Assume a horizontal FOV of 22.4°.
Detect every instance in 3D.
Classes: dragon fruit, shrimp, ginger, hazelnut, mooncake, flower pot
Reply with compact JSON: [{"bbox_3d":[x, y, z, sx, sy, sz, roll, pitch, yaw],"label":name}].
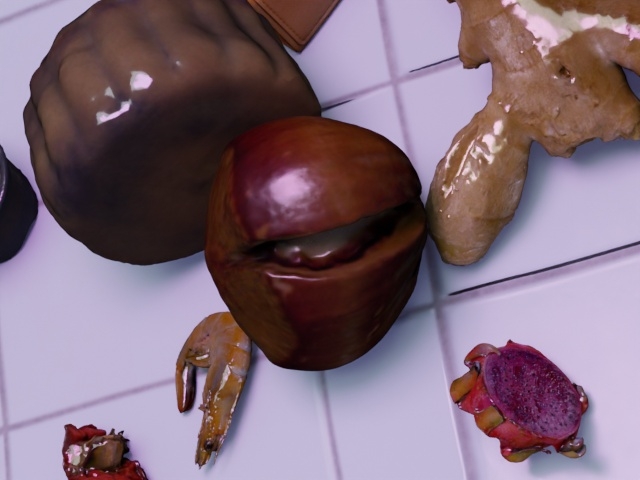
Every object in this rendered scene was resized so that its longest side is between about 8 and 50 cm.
[{"bbox_3d":[0.180,0.151,1.476,0.126,0.068,0.112,28,41,-2],"label":"dragon fruit"},{"bbox_3d":[-0.205,0.268,1.634,0.092,0.122,0.192,-12,57,-22],"label":"dragon fruit"},{"bbox_3d":[-0.119,0.149,1.634,0.095,0.045,0.162,8,78,27],"label":"shrimp"},{"bbox_3d":[0.238,-0.177,1.501,0.363,0.122,0.348,-13,91,30],"label":"ginger"},{"bbox_3d":[0.000,0.000,1.527,0.217,0.217,0.251,7,119,26],"label":"hazelnut"},{"bbox_3d":[-0.153,-0.117,1.604,0.290,0.290,0.161,-37,56,9],"label":"mooncake"},{"bbox_3d":[-0.388,-0.040,1.788,0.157,0.107,0.157,-8,68,19],"label":"flower pot"}]

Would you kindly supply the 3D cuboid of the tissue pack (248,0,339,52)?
[{"bbox_3d":[-0.032,-0.374,1.719,0.194,0.145,0.274,36,90,28],"label":"tissue pack"}]
